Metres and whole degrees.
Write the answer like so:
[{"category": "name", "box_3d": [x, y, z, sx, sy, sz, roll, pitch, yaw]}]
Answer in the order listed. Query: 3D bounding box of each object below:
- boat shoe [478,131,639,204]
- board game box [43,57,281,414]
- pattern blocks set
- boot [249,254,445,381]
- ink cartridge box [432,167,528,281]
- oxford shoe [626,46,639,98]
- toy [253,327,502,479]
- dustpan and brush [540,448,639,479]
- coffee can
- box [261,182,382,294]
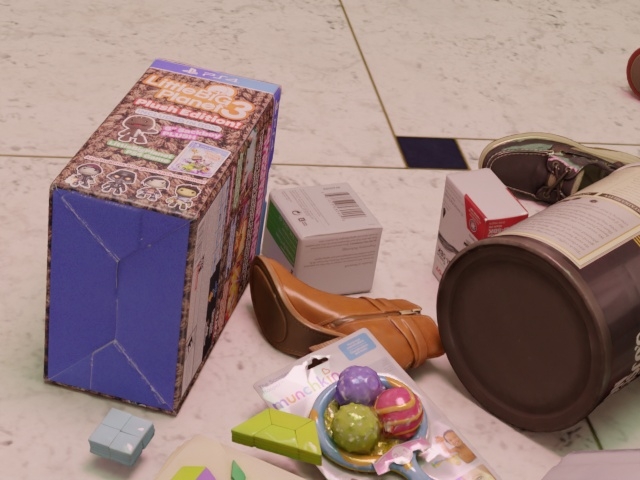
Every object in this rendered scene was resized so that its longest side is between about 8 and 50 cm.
[{"category": "boat shoe", "box_3d": [0.311, -0.080, 1.848, 0.223, 0.080, 0.073, 8, 27, -10]}, {"category": "board game box", "box_3d": [-0.155, -0.012, 1.489, 0.141, 0.232, 0.291, 14, 32, 8]}, {"category": "pattern blocks set", "box_3d": [-0.076, 0.245, 1.260, 0.325, 0.026, 0.285, 9, 39, 11]}, {"category": "boot", "box_3d": [0.025, 0.077, 1.546, 0.152, 0.073, 0.197, -15, 51, -31]}, {"category": "ink cartridge box", "box_3d": [0.174, 0.004, 1.633, 0.056, 0.135, 0.099, -9, 36, -20]}, {"category": "oxford shoe", "box_3d": [0.620, -0.222, 2.107, 0.348, 0.123, 0.130, 24, 32, 22]}, {"category": "toy", "box_3d": [0.059, 0.174, 1.374, 0.137, 0.056, 0.237, -24, 56, -26]}, {"category": "dustpan and brush", "box_3d": [0.217, 0.263, 1.291, 0.211, 0.060, 0.147, -34, 13, -36]}, {"category": "coffee can", "box_3d": [0.282, 0.050, 1.523, 0.201, 0.201, 0.275, 32, 39, 32]}, {"category": "box", "box_3d": [0.000, 0.000, 1.640, 0.102, 0.087, 0.101, -8, 36, -23]}]
